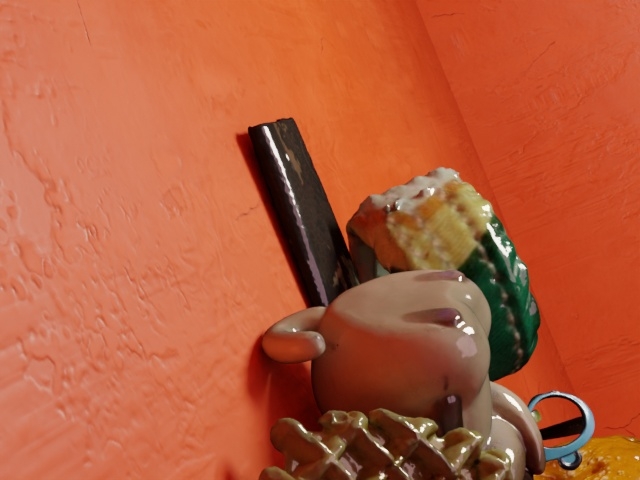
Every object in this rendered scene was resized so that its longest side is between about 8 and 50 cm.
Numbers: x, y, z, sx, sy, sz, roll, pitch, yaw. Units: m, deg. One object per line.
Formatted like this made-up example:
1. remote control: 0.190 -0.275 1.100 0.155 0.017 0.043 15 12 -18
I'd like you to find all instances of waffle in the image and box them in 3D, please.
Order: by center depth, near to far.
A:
1. waffle: 0.079 0.289 0.982 0.309 0.056 0.292 13 58 -30

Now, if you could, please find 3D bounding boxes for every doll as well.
1. doll: 0.117 0.196 1.202 0.370 0.226 0.215 62 5 -17

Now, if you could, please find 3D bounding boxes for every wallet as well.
1. wallet: 0.000 0.000 1.402 0.170 0.044 0.321 -28 96 -76

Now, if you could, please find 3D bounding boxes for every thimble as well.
1. thimble: 0.150 0.057 1.447 0.288 0.167 0.254 69 -13 -12

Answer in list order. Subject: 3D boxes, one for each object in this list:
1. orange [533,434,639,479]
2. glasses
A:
1. orange: 0.413 0.454 1.624 0.293 0.340 0.340 63 17 -19
2. glasses: 0.267 0.266 1.666 0.207 0.239 0.102 -129 -145 -81
